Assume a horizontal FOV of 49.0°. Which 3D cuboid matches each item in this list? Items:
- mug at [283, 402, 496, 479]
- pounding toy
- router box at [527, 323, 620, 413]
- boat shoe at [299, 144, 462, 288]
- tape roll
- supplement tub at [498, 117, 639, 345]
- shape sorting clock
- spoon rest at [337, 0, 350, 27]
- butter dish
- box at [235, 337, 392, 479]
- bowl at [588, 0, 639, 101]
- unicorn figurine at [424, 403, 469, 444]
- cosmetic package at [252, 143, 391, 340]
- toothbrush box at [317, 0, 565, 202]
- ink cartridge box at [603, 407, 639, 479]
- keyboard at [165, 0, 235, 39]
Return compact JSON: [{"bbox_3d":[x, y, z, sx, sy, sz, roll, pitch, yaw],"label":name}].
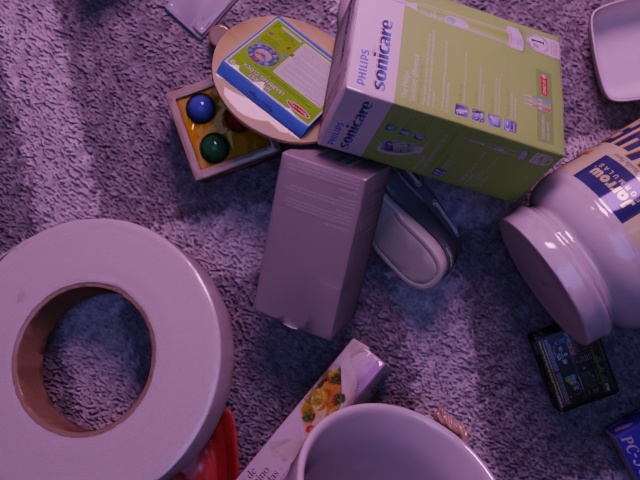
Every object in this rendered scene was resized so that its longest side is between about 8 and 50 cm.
[{"bbox_3d":[0.020,0.435,0.876,0.276,0.374,0.328,40,127,24],"label":"mug"},{"bbox_3d":[-0.120,-0.209,0.990,0.181,0.094,0.205,-19,93,2],"label":"pounding toy"},{"bbox_3d":[0.370,0.180,1.031,0.092,0.038,0.122,-20,92,1],"label":"router box"},{"bbox_3d":[0.085,-0.079,1.009,0.099,0.116,0.319,-32,82,-42],"label":"boat shoe"},{"bbox_3d":[-0.313,0.162,0.968,0.393,0.072,0.391,-2,77,10],"label":"tape roll"},{"bbox_3d":[0.428,-0.030,0.921,0.325,0.235,0.235,-32,92,2],"label":"supplement tub"},{"bbox_3d":[-0.044,-0.217,0.943,0.206,0.040,0.206,9,59,-17],"label":"shape sorting clock"},{"bbox_3d":[0.123,-0.386,0.997,0.137,0.084,0.276,26,106,1],"label":"spoon rest"},{"bbox_3d":[-0.201,0.332,1.005,0.160,0.118,0.159,-4,93,1],"label":"butter dish"},{"bbox_3d":[-0.026,0.284,0.997,0.063,0.067,0.324,37,85,27],"label":"box"},{"bbox_3d":[0.453,-0.271,1.001,0.142,0.053,0.142,-12,92,1],"label":"bowl"},{"bbox_3d":[0.161,0.332,1.030,0.111,0.060,0.161,36,95,3],"label":"unicorn figurine"},{"bbox_3d":[0.000,0.000,0.949,0.127,0.107,0.237,21,116,18],"label":"cosmetic package"},{"bbox_3d":[0.158,-0.196,0.908,0.284,0.122,0.206,15,59,-12],"label":"toothbrush box"},{"bbox_3d":[0.514,0.347,1.034,0.097,0.046,0.207,-30,92,1],"label":"ink cartridge box"},{"bbox_3d":[-0.117,-0.412,1.023,0.072,0.014,0.256,42,92,4],"label":"keyboard"}]
